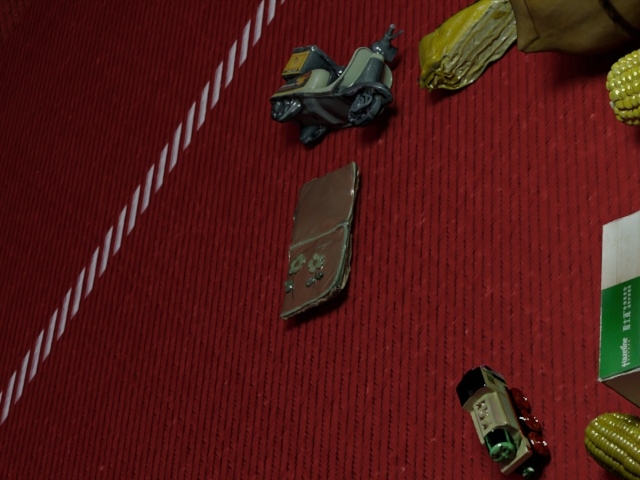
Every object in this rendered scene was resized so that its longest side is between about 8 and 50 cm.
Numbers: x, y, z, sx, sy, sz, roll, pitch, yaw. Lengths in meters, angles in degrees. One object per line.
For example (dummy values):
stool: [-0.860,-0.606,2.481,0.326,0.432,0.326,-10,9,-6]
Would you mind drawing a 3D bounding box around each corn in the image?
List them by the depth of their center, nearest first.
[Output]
corn: [0.352,0.225,1.682,0.080,0.080,0.231,-59,33,-4]
corn: [0.441,-0.199,1.913,0.244,0.093,0.093,-18,49,37]

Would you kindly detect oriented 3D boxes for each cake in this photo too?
cake: [0.208,-0.281,2.307,0.185,0.079,0.116,-54,20,21]

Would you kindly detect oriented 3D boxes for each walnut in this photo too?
walnut: [0.347,-0.344,2.072,0.298,0.203,0.203,-53,34,8]

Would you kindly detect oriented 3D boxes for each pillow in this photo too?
pillow: [0.000,0.000,2.336,0.126,0.043,0.232,-26,43,38]

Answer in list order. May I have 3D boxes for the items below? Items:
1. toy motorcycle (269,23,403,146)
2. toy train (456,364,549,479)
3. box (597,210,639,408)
toy motorcycle: [0.027,-0.223,2.449,0.263,0.091,0.157,-2,56,53]
toy train: [0.202,0.204,1.877,0.050,0.087,0.138,-44,35,22]
box: [0.359,0.081,1.744,0.081,0.135,0.199,-22,45,40]
